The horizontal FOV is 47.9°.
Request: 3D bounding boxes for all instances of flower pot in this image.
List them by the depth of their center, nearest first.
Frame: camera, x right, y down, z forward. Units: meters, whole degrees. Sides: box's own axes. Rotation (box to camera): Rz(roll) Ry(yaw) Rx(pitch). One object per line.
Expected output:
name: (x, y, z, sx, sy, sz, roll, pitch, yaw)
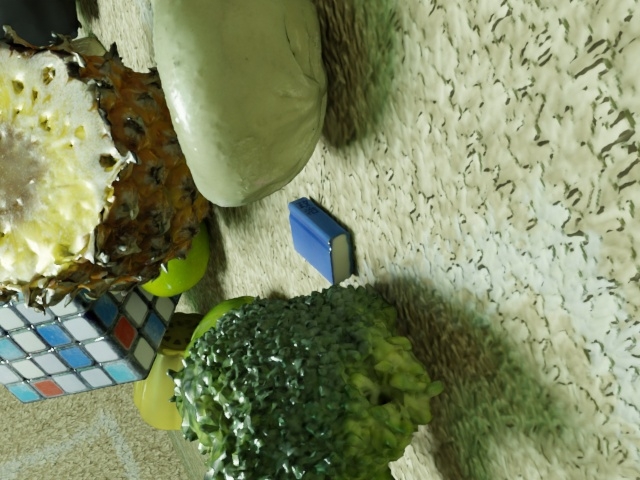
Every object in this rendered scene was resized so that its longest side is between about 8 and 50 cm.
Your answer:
flower pot: (-0.276, 0.249, 1.430, 0.195, 0.195, 0.179, 42, 136, 44)

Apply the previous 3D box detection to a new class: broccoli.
broccoli: (0.031, 0.217, 0.661, 0.397, 0.275, 0.353, 59, -164, 25)

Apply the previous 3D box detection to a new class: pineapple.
pineapple: (-0.309, -0.079, 0.922, 0.352, 0.352, 0.300, 61, -165, 12)

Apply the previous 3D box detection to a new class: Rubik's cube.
Rubik's cube: (-0.441, 0.072, 1.249, 0.293, 0.292, 0.287, 57, -151, -32)

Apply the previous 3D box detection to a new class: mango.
mango: (-0.264, -0.054, 1.148, 0.175, 0.143, 0.293, 6, 108, 63)

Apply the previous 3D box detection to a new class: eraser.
eraser: (0.000, 0.000, 0.754, 0.084, 0.027, 0.063, 41, 146, 46)

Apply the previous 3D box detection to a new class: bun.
bun: (-0.061, -0.141, 0.609, 0.231, 0.133, 0.231, 169, 90, -90)

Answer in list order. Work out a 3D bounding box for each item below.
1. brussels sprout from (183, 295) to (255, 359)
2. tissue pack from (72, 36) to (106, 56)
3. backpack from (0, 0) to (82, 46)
brussels sprout: (-0.093, 0.180, 0.987, 0.223, 0.161, 0.223, 14, 111, 41)
tissue pack: (-0.466, -0.205, 1.350, 0.167, 0.200, 0.275, 52, 154, 33)
backpack: (-0.572, -0.529, 1.209, 0.445, 0.255, 0.363, 42, 146, 29)
